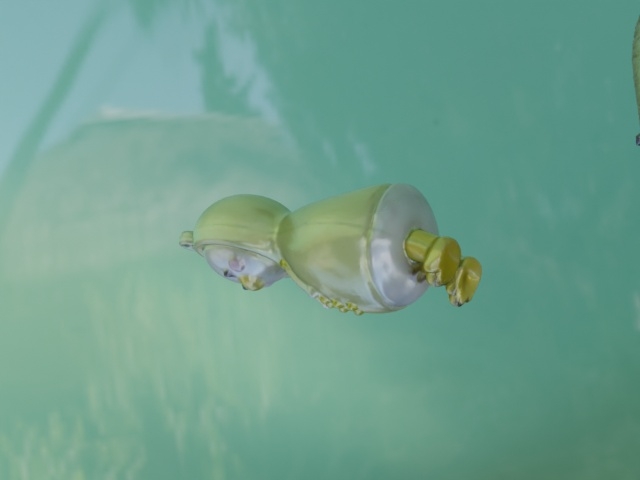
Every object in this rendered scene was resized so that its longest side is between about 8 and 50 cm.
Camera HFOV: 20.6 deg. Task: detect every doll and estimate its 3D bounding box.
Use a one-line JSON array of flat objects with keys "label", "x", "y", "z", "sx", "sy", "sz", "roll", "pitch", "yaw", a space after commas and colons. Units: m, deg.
[{"label": "doll", "x": -0.002, "y": 0.012, "z": 1.593, "sx": 0.296, "sy": 0.117, "sz": 0.141, "roll": -4, "pitch": 163, "yaw": 29}]

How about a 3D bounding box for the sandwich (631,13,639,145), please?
[{"label": "sandwich", "x": 0.286, "y": -0.131, "z": 1.233, "sx": 0.128, "sy": 0.236, "sz": 0.122, "roll": 25, "pitch": 119, "yaw": -8}]
